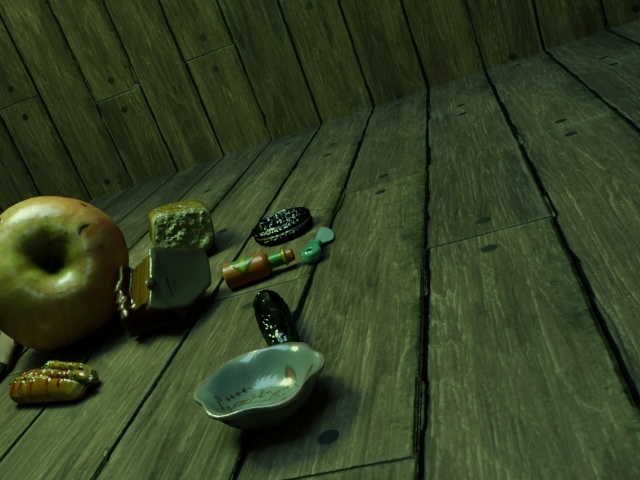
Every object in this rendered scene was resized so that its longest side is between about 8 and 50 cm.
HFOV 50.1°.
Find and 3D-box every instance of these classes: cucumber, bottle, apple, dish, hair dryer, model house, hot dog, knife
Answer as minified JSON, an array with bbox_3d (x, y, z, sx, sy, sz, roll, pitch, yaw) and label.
[{"bbox_3d":[-0.090,0.170,1.389,0.075,0.074,0.241,-23,20,-6],"label":"cucumber"},{"bbox_3d":[-0.156,0.065,1.757,0.187,0.069,0.069,-19,19,2],"label":"bottle"},{"bbox_3d":[-0.689,0.089,1.782,0.392,0.391,0.346,-28,-7,-19],"label":"apple"},{"bbox_3d":[-0.092,0.257,1.138,0.230,0.081,0.229,-17,16,5],"label":"dish"},{"bbox_3d":[-0.845,0.283,1.884,0.190,0.106,0.344,-21,27,-5],"label":"hair dryer"},{"bbox_3d":[-0.409,0.134,1.716,0.220,0.199,0.229,14,-37,-40],"label":"model house"},{"bbox_3d":[-0.597,0.312,1.529,0.250,0.076,0.104,-12,20,32],"label":"hot dog"},{"bbox_3d":[0.001,0.000,1.836,0.063,0.034,0.260,-11,17,16],"label":"knife"}]

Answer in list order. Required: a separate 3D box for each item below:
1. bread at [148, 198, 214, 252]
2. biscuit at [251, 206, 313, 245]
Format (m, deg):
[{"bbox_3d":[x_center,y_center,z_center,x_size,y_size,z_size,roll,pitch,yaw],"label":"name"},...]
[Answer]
[{"bbox_3d":[-0.433,-0.024,2.140,0.196,0.176,0.246,-13,14,-14],"label":"bread"},{"bbox_3d":[-0.114,-0.045,2.042,0.195,0.053,0.194,-20,18,7],"label":"biscuit"}]
